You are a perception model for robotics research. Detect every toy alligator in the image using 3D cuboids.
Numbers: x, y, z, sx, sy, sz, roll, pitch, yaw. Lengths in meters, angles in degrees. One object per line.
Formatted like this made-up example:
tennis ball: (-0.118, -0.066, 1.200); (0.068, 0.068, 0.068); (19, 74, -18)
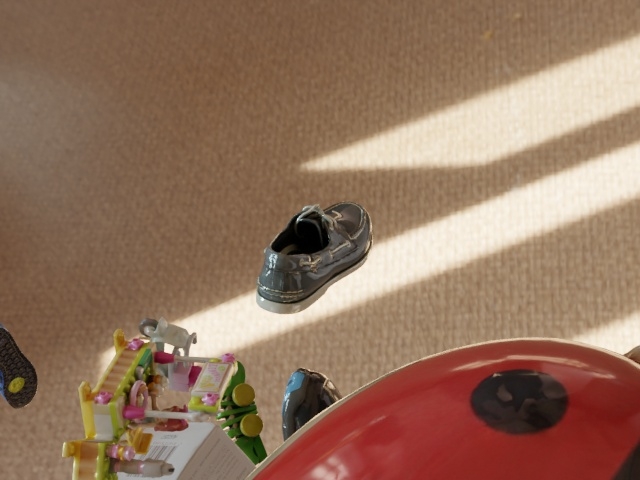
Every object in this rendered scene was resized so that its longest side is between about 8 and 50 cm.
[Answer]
toy alligator: (-0.100, 0.245, 1.382); (0.051, 0.056, 0.189); (-10, 74, -19)

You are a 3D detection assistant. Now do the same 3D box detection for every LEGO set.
LEGO set: (-0.130, 0.176, 0.869); (0.107, 0.132, 0.287); (2, 48, 9)

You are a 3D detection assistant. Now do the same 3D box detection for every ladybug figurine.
ladybug figurine: (0.056, 0.218, 0.474); (0.305, 0.162, 0.449); (28, 68, 11)

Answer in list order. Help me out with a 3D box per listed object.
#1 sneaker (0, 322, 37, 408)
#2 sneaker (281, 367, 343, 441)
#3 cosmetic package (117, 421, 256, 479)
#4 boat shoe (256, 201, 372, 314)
sneaker: (-0.559, 0.207, 1.924); (0.069, 0.209, 0.082); (-39, 47, -26)
sneaker: (0.067, 0.281, 1.372); (0.140, 0.341, 0.125); (-13, 35, 28)
cosmetic package: (-0.080, 0.276, 1.025); (0.117, 0.231, 0.085); (-10, 36, 49)
boat shoe: (0.000, 0.000, 1.685); (0.116, 0.099, 0.319); (14, 31, 21)
